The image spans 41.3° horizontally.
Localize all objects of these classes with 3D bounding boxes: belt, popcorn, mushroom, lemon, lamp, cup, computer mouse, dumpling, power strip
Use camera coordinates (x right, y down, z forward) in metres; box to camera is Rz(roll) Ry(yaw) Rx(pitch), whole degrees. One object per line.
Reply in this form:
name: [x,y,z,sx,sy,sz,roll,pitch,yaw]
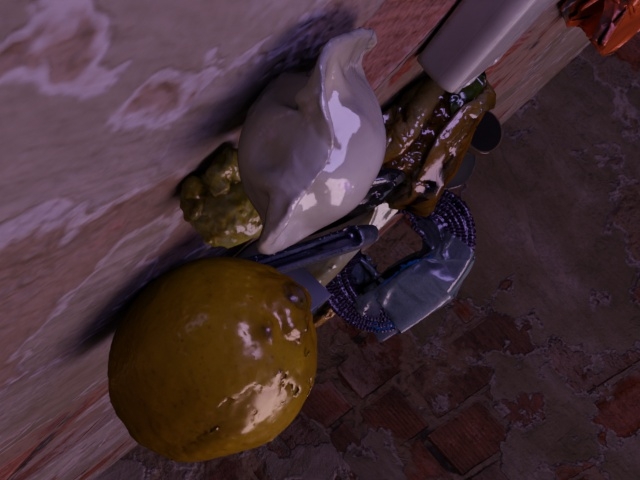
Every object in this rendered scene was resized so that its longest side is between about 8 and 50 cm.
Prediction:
belt: [0.146,0.028,1.616,0.325,0.260,0.122,-36,175,10]
popcorn: [-0.070,-0.032,0.651,0.059,0.068,0.083,-55,160,-73]
mushroom: [-0.011,0.018,1.257,0.081,0.100,0.312,4,136,-52]
lemon: [-0.109,0.120,0.866,0.260,0.204,0.204,-38,177,28]
lamp: [0.210,-0.146,1.376,0.121,0.121,0.215,-39,-174,-23]
cup: [-0.055,0.064,1.168,0.095,0.129,0.128,-44,175,33]
computer mouse: [0.009,-0.050,0.955,0.192,0.062,0.106,-27,169,40]
dumpling: [0.001,-0.078,0.577,0.169,0.100,0.134,-40,163,-34]
power strip: [0.199,-0.253,0.778,0.098,0.058,0.338,-37,174,-34]

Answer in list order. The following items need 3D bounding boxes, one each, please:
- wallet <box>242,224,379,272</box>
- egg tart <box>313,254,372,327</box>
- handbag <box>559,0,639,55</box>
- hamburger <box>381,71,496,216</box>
wallet: [-0.043,0.023,1.014,0.222,0.036,0.167,-16,178,10]
egg tart: [0.016,0.107,1.865,0.241,0.106,0.241,-44,-177,3]
handbag: [0.590,-0.489,1.412,0.410,0.116,0.303,-43,171,19]
hamburger: [0.135,-0.120,1.059,0.206,0.130,0.183,-43,178,-6]
